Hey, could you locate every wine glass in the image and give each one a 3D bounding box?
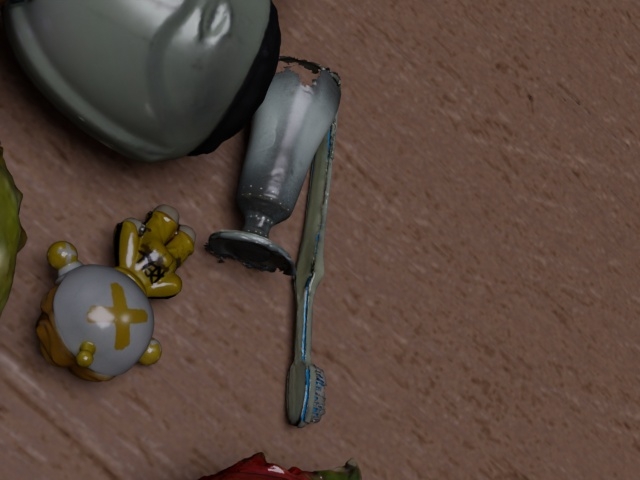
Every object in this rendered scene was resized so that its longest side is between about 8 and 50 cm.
[{"bbox_3d":[-0.032,-0.055,0.778,0.072,0.072,0.155,24,66,-20],"label":"wine glass"}]

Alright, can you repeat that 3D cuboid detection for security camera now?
[{"bbox_3d":[-0.098,-0.192,0.722,0.191,0.197,0.277,30,69,-28],"label":"security camera"}]

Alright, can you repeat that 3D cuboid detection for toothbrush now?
[{"bbox_3d":[-0.004,-0.002,0.803,0.028,0.026,0.294,19,66,-42],"label":"toothbrush"}]

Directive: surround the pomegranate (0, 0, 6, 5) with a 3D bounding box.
[{"bbox_3d":[-0.284,-0.235,0.548,0.322,0.322,0.322,9,71,-26],"label":"pomegranate"}]

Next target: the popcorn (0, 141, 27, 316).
[{"bbox_3d":[-0.315,0.039,0.452,0.321,0.326,0.290,18,51,-15],"label":"popcorn"}]

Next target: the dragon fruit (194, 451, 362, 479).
[{"bbox_3d":[-0.039,0.227,0.631,0.172,0.172,0.209,26,50,-20],"label":"dragon fruit"}]

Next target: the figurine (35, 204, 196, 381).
[{"bbox_3d":[-0.130,0.037,0.704,0.143,0.068,0.101,-25,95,-48],"label":"figurine"}]
